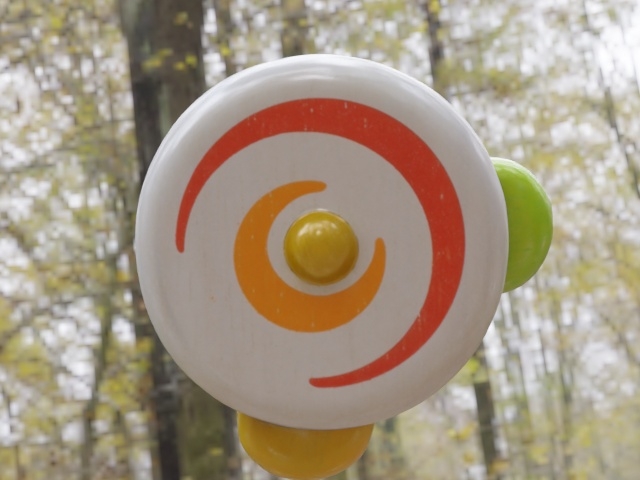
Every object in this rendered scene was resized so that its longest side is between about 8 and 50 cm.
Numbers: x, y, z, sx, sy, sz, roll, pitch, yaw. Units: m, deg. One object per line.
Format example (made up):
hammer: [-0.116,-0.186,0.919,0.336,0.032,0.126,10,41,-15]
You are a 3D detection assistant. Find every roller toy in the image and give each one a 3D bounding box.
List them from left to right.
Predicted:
roller toy: [0.000,0.000,0.834,0.209,0.191,0.146,-44,2,5]
